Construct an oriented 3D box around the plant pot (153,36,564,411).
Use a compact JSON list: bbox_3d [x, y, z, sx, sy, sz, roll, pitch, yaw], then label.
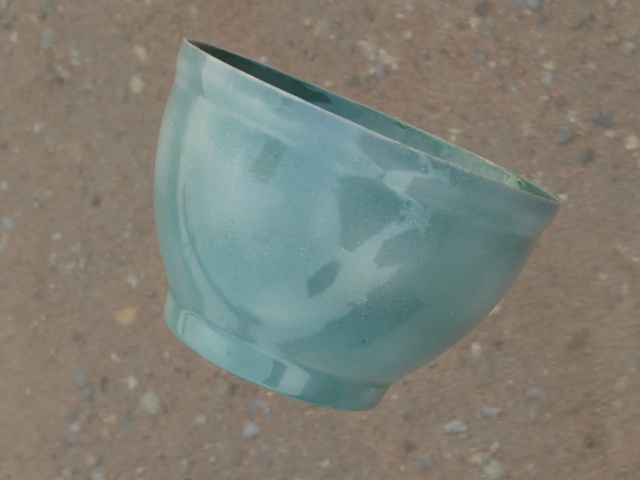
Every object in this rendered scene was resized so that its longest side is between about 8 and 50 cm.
[{"bbox_3d":[0.000,0.000,0.934,0.293,0.293,0.196,29,100,31],"label":"plant pot"}]
